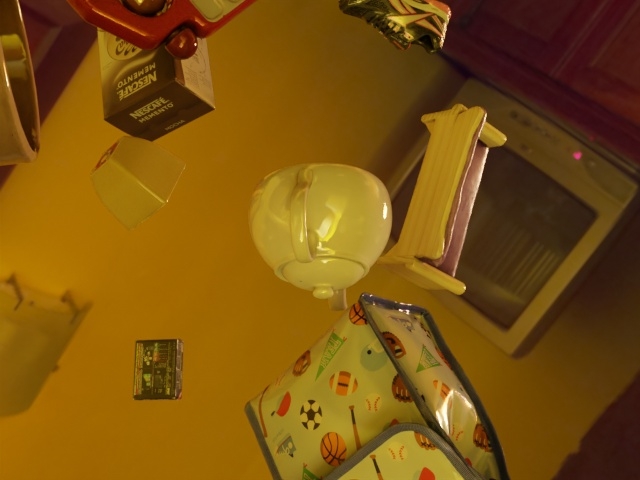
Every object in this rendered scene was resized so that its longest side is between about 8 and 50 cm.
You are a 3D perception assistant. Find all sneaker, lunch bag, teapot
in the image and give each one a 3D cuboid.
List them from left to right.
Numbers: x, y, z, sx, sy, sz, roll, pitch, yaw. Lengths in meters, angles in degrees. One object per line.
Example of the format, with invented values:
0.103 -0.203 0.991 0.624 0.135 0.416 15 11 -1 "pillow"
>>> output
0.000 0.000 1.358 0.256 0.252 0.187 14 -117 -32 "teapot"
0.093 0.333 1.348 0.239 0.328 0.385 14 -141 -47 "lunch bag"
0.114 -0.321 1.244 0.178 0.077 0.072 6 171 -19 "sneaker"

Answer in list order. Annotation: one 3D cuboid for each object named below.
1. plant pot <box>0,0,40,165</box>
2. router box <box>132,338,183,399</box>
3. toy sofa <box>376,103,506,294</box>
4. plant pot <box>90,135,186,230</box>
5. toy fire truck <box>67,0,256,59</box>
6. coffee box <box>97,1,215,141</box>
-0.442 -0.197 0.909 0.229 0.263 0.263 -10 -156 -10 "plant pot"
-0.327 0.261 1.705 0.092 0.122 0.038 -2 166 11 "router box"
0.267 -0.083 1.709 0.150 0.362 0.177 28 162 -32 "toy sofa"
-0.230 -0.079 1.038 0.083 0.081 0.081 41 -139 -23 "plant pot"
-0.241 -0.414 1.292 0.254 0.302 0.169 47 148 -8 "toy fire truck"
-0.305 -0.349 1.547 0.119 0.168 0.297 32 -140 -55 "coffee box"
